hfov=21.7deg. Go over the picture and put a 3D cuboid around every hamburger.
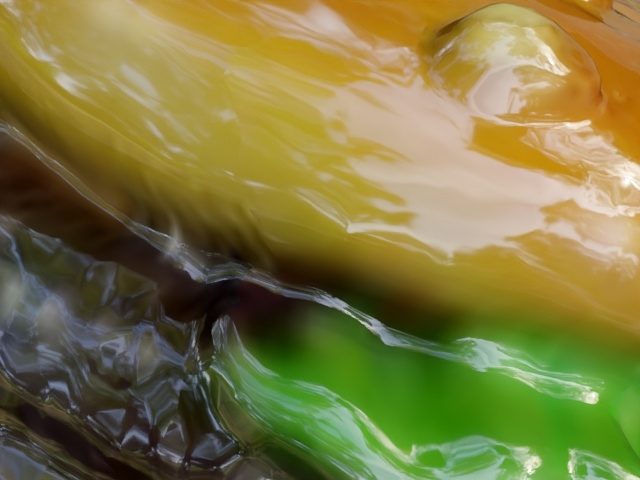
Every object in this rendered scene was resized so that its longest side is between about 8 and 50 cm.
[{"bbox_3d":[0.000,0.000,0.599,0.396,0.396,0.277,27,104,17],"label":"hamburger"}]
